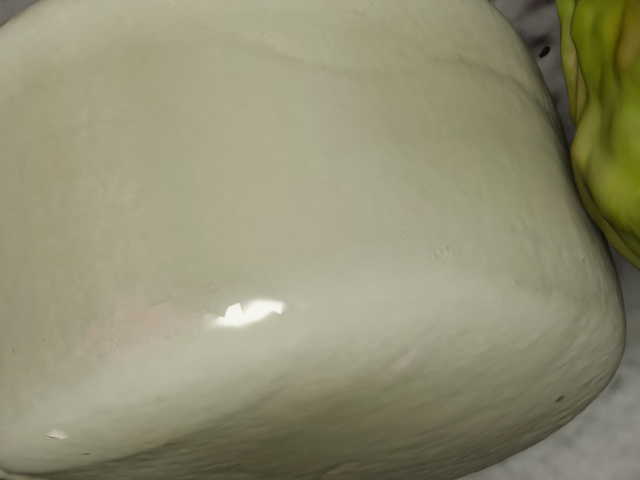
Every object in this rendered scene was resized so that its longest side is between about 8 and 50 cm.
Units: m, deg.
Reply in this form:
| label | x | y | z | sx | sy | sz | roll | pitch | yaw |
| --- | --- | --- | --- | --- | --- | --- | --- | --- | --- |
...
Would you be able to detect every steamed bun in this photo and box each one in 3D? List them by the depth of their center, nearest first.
| label | x | y | z | sx | sy | sz | roll | pitch | yaw |
| --- | --- | --- | --- | --- | --- | --- | --- | --- | --- |
| steamed bun | 0.000 | 0.000 | 0.625 | 0.164 | 0.241 | 0.146 | -30 | 65 | 29 |

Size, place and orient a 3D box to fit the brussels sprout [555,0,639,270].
| label | x | y | z | sx | sy | sz | roll | pitch | yaw |
| --- | --- | --- | --- | --- | --- | --- | --- | --- | --- |
| brussels sprout | 0.161 | -0.072 | 0.542 | 0.223 | 0.161 | 0.223 | -4 | 84 | 38 |
